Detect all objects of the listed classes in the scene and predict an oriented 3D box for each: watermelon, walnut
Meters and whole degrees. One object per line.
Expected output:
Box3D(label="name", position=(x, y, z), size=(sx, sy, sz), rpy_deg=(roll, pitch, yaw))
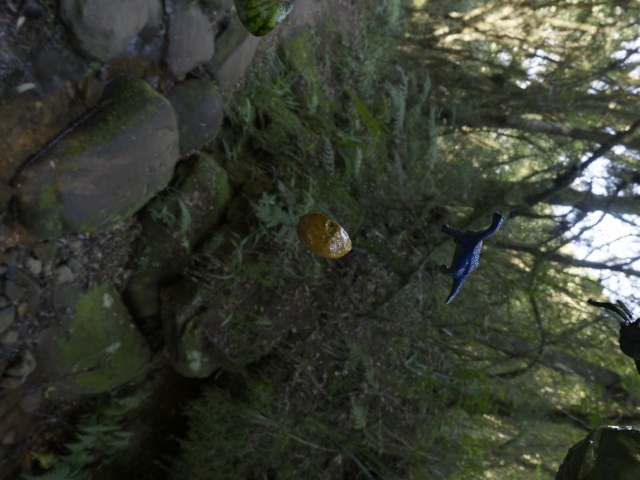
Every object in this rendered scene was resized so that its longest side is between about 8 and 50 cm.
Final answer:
Box3D(label="watermelon", position=(-0.123, -0.438, 0.912), size=(0.163, 0.087, 0.068), rpy_deg=(-135, -138, -54))
Box3D(label="walnut", position=(0.000, 0.000, 0.913), size=(0.052, 0.121, 0.091), rpy_deg=(-56, 175, -36))

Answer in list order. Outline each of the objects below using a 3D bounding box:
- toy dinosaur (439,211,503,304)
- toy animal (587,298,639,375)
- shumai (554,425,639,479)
Box3D(label="toy dinosaur", position=(0.346, 0.048, 1.067), size=(0.188, 0.075, 0.247), rpy_deg=(-144, -122, -72))
Box3D(label="toy animal", position=(0.664, 0.212, 0.910), size=(0.082, 0.269, 0.137), rpy_deg=(-25, 166, -31))
Box3D(label="shumai", position=(0.352, 0.390, 0.515), size=(0.288, 0.292, 0.329), rpy_deg=(86, 27, -68))
